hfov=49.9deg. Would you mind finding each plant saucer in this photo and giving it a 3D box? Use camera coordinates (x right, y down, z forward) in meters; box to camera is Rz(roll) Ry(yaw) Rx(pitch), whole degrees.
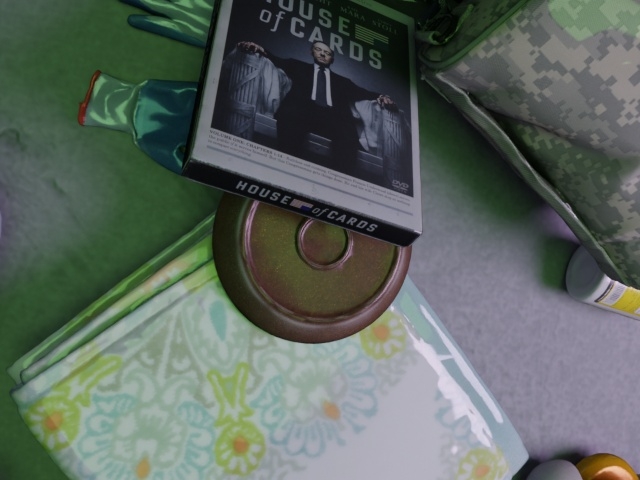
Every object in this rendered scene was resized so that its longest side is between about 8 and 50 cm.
[{"bbox_3d":[0.000,0.000,0.546,0.169,0.029,0.168,0,90,-16],"label":"plant saucer"}]

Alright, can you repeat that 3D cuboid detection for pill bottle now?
[{"bbox_3d":[0.312,0.045,0.686,0.116,0.065,0.065,18,91,-14],"label":"pill bottle"}]

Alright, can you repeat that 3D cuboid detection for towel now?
[{"bbox_3d":[-0.028,0.155,0.599,0.320,0.090,0.374,-38,99,-12],"label":"towel"}]

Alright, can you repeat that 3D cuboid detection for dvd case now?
[{"bbox_3d":[-0.004,-0.122,0.542,0.179,0.029,0.238,17,55,-20],"label":"dvd case"}]

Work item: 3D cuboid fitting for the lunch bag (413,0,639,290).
[{"bbox_3d":[0.258,-0.136,0.561,0.256,0.212,0.305,-45,105,1],"label":"lunch bag"}]

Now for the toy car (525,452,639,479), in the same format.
[{"bbox_3d":[0.281,0.308,0.666,0.159,0.136,0.182,13,92,-14],"label":"toy car"}]

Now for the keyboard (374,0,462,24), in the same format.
[{"bbox_3d":[0.217,-0.251,0.656,0.317,0.033,0.201,24,89,-15],"label":"keyboard"}]

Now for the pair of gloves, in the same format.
[{"bbox_3d":[-0.112,-0.155,0.594,0.159,0.023,0.198,16,92,-14],"label":"pair of gloves"}]
